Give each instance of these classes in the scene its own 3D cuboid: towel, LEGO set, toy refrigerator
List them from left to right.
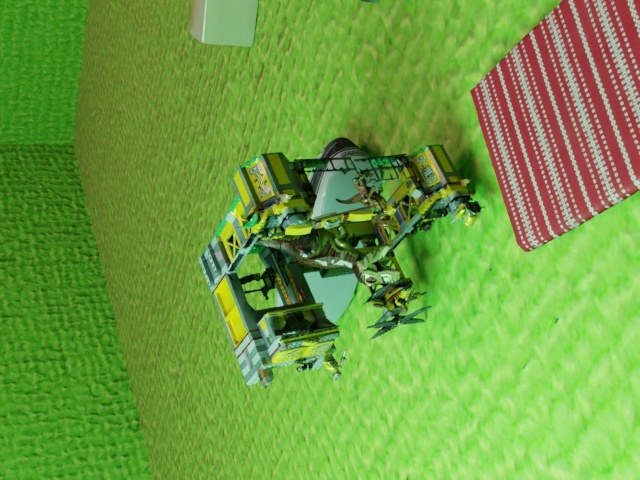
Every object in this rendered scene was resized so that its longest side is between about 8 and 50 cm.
[{"bbox_3d":[-0.168,-0.497,1.499,0.094,0.102,0.269,-133,46,-54],"label":"toy refrigerator"},{"bbox_3d":[0.035,0.037,0.910,0.255,0.331,0.192,-46,59,40],"label":"LEGO set"},{"bbox_3d":[0.244,-0.123,0.770,0.275,0.031,0.198,137,123,-60],"label":"towel"}]

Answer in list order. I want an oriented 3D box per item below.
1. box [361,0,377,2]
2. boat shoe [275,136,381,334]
[{"bbox_3d":[0.072,-0.400,1.099,0.137,0.027,0.094,115,144,-44],"label":"box"},{"bbox_3d":[-0.004,-0.001,1.202,0.105,0.113,0.306,-124,42,-57],"label":"boat shoe"}]
